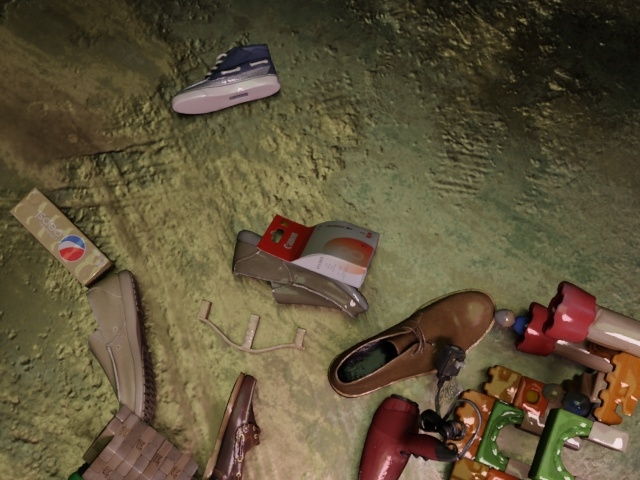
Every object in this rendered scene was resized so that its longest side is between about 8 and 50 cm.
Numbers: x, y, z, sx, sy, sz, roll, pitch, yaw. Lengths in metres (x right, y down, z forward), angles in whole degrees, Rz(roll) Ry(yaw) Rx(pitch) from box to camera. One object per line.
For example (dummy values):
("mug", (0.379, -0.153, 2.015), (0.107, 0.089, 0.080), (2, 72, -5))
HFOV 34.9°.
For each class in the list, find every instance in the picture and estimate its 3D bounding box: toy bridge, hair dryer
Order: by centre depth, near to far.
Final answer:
("hair dryer", (0.133, 0.307, 1.568), (0.080, 0.224, 0.294), (27, 114, -11))
("toy bridge", (-0.115, 0.154, 1.690), (0.188, 0.026, 0.063), (16, 83, 3))

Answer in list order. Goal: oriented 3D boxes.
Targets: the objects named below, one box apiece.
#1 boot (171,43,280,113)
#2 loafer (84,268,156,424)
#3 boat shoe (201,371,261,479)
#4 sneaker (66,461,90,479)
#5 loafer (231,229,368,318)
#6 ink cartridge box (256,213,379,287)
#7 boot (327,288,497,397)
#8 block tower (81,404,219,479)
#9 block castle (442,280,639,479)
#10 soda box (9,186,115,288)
("boot", (-0.170, -0.279, 1.750), (0.189, 0.069, 0.086), (-13, 73, -10))
("loafer", (-0.328, 0.183, 1.653), (0.092, 0.102, 0.269), (-10, 71, 0))
("boat shoe", (-0.132, 0.319, 1.641), (0.073, 0.073, 0.207), (17, 88, 3))
("sneaker", (-0.312, 0.520, 1.589), (0.146, 0.134, 0.344), (-37, 73, 1))
("loafer", (-0.038, 0.071, 1.679), (0.251, 0.094, 0.087), (27, 88, 13))
("ink cartridge box", (0.000, 0.000, 1.661), (0.179, 0.145, 0.045), (23, 117, 2))
("boot", (0.156, 0.167, 1.645), (0.305, 0.115, 0.112), (-27, 78, -6))
("block tower", (-0.212, 0.407, 1.571), (0.335, 0.091, 0.097), (38, 122, -4))
("block castle", (0.311, 0.302, 1.526), (0.212, 0.303, 0.453), (21, 80, 4))
("soda box", (-0.431, -0.004, 1.701), (0.181, 0.058, 0.061), (44, 83, 6))
